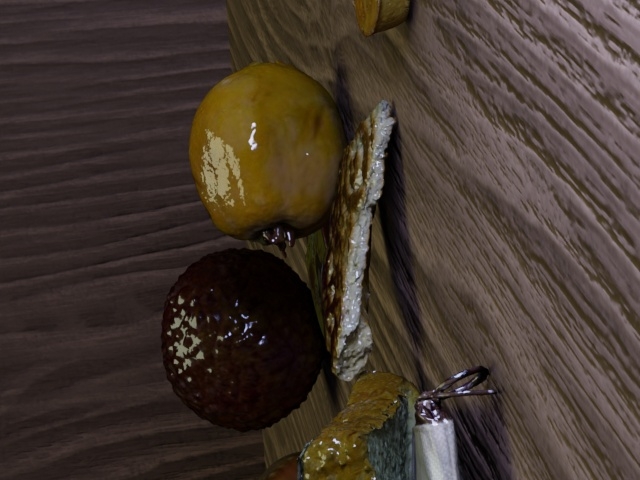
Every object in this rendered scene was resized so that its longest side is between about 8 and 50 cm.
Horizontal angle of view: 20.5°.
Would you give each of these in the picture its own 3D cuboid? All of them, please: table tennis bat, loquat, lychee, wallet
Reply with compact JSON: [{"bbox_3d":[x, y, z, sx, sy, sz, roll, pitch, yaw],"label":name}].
[{"bbox_3d":[0.000,0.000,2.348,0.200,0.038,0.310,94,164,-55],"label":"table tennis bat"},{"bbox_3d":[-0.060,-0.095,2.079,0.176,0.187,0.234,160,103,-82],"label":"loquat"},{"bbox_3d":[-0.108,0.138,2.539,0.260,0.261,0.260,173,90,-83],"label":"lychee"},{"bbox_3d":[0.114,0.255,1.516,0.335,0.068,0.274,84,-178,-82],"label":"wallet"}]

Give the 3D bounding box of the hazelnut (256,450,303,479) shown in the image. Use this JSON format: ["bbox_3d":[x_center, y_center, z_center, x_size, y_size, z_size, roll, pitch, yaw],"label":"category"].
[{"bbox_3d":[0.002,0.359,2.144,0.208,0.208,0.208,173,90,-83],"label":"hazelnut"}]

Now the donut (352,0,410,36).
[{"bbox_3d":[0.055,-0.232,1.592,0.108,0.043,0.097,-138,42,-78],"label":"donut"}]

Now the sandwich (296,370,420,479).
[{"bbox_3d":[0.047,0.257,1.666,0.251,0.087,0.226,-35,-65,-74],"label":"sandwich"}]

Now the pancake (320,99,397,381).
[{"bbox_3d":[0.048,-0.019,1.780,0.266,0.057,0.244,-95,18,-53],"label":"pancake"}]
